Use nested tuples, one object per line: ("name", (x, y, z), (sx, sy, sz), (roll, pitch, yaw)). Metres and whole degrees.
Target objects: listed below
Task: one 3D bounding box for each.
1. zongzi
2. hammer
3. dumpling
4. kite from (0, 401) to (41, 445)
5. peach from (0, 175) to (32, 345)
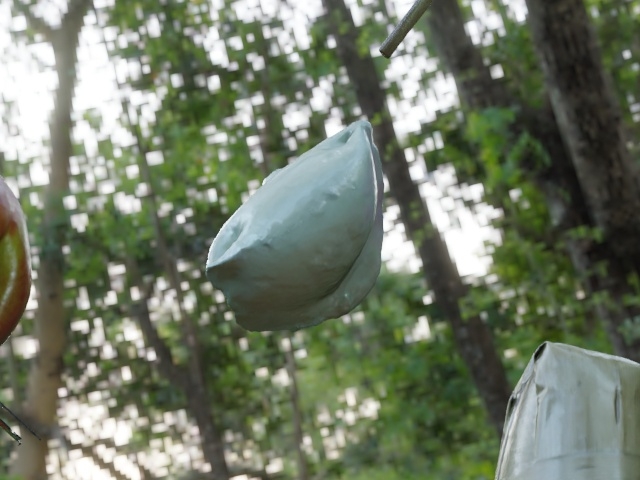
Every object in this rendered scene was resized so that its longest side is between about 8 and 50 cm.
("zongzi", (0.153, 0.213, 1.030), (0.115, 0.228, 0.256), (6, -29, -8))
("hammer", (0.121, -0.277, 1.727), (0.182, 0.062, 0.017), (-52, 10, -13))
("dumpling", (-0.009, -0.008, 1.393), (0.216, 0.105, 0.149), (-50, -26, -15))
("kite", (-0.266, 0.090, 1.082), (0.010, 0.160, 0.183), (-48, 14, -19))
("peach", (-0.461, 0.008, 1.727), (0.275, 0.245, 0.248), (12, -9, 33))
